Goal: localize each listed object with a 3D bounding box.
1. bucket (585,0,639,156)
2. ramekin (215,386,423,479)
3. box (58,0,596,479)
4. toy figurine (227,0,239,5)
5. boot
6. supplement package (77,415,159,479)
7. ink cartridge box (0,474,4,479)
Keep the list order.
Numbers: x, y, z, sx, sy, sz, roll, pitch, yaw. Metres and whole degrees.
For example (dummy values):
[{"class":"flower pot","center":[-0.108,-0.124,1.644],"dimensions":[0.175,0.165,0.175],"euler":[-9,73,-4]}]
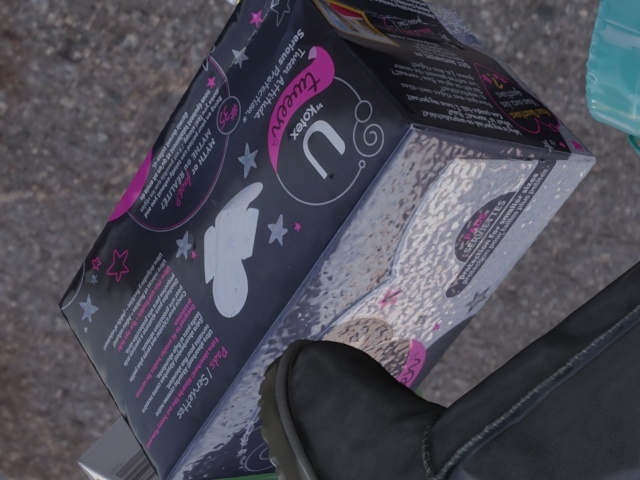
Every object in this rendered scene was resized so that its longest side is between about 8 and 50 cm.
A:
[{"class":"bucket","center":[0.332,-0.171,0.964],"dimensions":[0.183,0.281,0.281],"euler":[24,147,24]},{"class":"ramekin","center":[0.003,0.255,0.895],"dimensions":[0.148,0.303,0.303],"euler":[-2,140,2]},{"class":"box","center":[0.000,0.000,0.702],"dimensions":[0.163,0.142,0.247],"euler":[4,130,-46]},{"class":"toy figurine","center":[-0.093,-0.386,1.286],"dimensions":[0.191,0.217,0.363],"euler":[-15,109,17]},{"class":"boot","center":[0.081,0.039,0.419],"dimensions":[0.076,0.190,0.208],"euler":[30,110,-35]},{"class":"supplement package","center":[-0.106,0.313,1.472],"dimensions":[0.177,0.175,0.293],"euler":[14,141,45]},{"class":"ink cartridge box","center":[-0.453,0.198,1.031],"dimensions":[0.330,0.324,0.071],"euler":[53,180,8]}]
